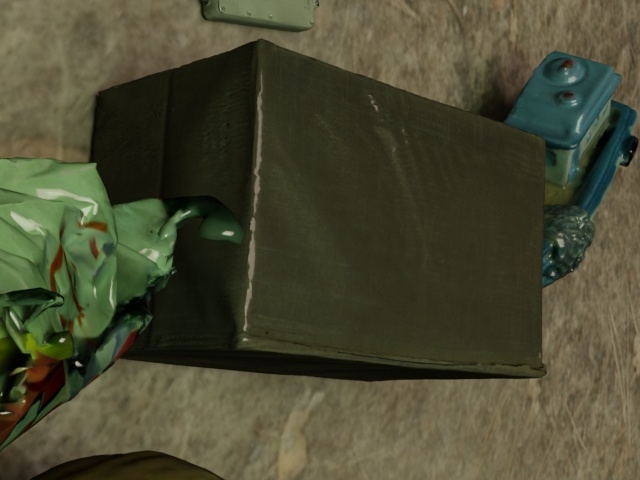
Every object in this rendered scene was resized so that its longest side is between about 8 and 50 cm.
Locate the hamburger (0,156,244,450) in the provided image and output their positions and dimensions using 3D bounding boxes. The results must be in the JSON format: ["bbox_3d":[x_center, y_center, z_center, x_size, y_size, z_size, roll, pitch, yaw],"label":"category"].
[{"bbox_3d":[-0.184,0.041,0.469,0.150,0.260,0.276,51,17,0],"label":"hamburger"}]

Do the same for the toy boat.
[{"bbox_3d":[0.147,-0.041,0.834,0.238,0.109,0.098,-52,150,-32],"label":"toy boat"}]

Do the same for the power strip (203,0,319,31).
[{"bbox_3d":[-0.038,-0.154,0.734,0.090,0.016,0.040,-2,88,-44],"label":"power strip"}]

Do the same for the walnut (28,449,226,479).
[{"bbox_3d":[-0.094,0.231,0.509,0.227,0.283,0.283,38,58,-2],"label":"walnut"}]

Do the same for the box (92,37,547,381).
[{"bbox_3d":[0.000,0.000,0.670,0.231,0.155,0.149,11,77,-41],"label":"box"}]
